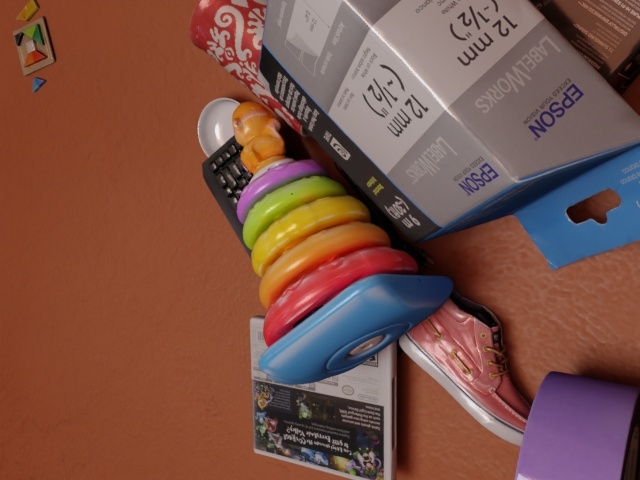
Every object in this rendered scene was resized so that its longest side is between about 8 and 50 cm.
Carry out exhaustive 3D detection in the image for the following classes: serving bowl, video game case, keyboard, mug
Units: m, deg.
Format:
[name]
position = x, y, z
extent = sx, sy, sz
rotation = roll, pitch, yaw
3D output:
[serving bowl]
position = -0.108, -0.132, 0.880
extent = 0.083, 0.027, 0.083
rotation = 7, 105, 26
[video game case]
position = 0.000, 0.183, 0.838
extent = 0.190, 0.022, 0.173
rotation = 4, 100, 31
[keyboard]
position = 0.000, 0.000, 0.823
extent = 0.202, 0.033, 0.317
rotation = -34, 87, 30
[mug]
position = -0.039, -0.213, 0.778
extent = 0.169, 0.113, 0.150
rotation = 46, 134, 12

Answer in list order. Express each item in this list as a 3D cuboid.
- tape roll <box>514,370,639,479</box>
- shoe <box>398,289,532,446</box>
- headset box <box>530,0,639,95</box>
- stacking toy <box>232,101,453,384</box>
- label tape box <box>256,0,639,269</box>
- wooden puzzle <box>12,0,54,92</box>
[tape roll]
position = 0.233, 0.217, 0.645
extent = 0.080, 0.189, 0.188
rotation = 7, 101, 30
[shoe]
position = 0.169, 0.127, 0.741
extent = 0.178, 0.063, 0.081
rotation = 40, 113, 18
[headset box]
position = 0.209, -0.237, 0.633
extent = 0.218, 0.110, 0.293
rotation = 44, 117, 17
[stacking toy]
position = -0.022, -0.022, 0.732
extent = 0.166, 0.175, 0.301
rotation = -39, 67, 27
[label tape box]
position = 0.105, -0.093, 0.603
extent = 0.115, 0.249, 0.347
rotation = -41, 88, -13
[wooden puzzle]
position = -0.418, -0.282, 1.047
extent = 0.079, 0.014, 0.116
rotation = -22, 87, 31
